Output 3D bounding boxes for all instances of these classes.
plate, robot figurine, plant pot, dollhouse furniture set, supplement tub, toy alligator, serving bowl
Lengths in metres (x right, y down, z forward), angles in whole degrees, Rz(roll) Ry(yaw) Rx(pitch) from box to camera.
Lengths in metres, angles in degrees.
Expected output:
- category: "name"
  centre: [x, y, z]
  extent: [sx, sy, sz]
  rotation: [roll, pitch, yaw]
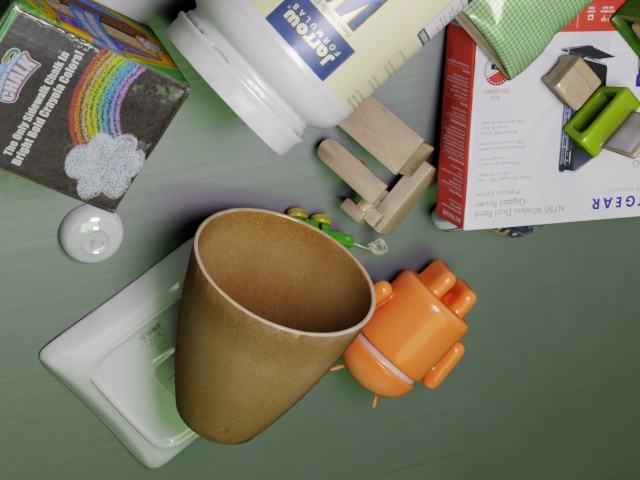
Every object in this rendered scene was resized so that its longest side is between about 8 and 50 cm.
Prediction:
- category: "plate"
  centre: [-0.190, 0.164, 1.886]
  extent: [0.277, 0.045, 0.278]
  rotation: [-36, 126, 0]
- category: "robot figurine"
  centre: [0.116, 0.128, 1.955]
  extent: [0.219, 0.128, 0.158]
  rotation: [-47, 147, 6]
- category: "plant pot"
  centre: [-0.089, 0.128, 1.767]
  extent: [0.237, 0.237, 0.254]
  rotation: [7, 127, -28]
- category: "dollhouse furniture set"
  centre: [0.069, -0.105, 1.855]
  extent: [0.144, 0.123, 0.151]
  rotation: [-51, 161, 10]
- category: "supplement tub"
  centre: [0.007, -0.277, 1.593]
  extent: [0.325, 0.235, 0.235]
  rotation: [-43, 127, 4]
- category: "toy alligator"
  centre: [0.000, 0.000, 1.874]
  extent: [0.190, 0.056, 0.051]
  rotation: [14, 154, -32]
- category: "dollhouse furniture set"
  centre: [0.324, -0.258, 1.696]
  extent: [0.197, 0.151, 0.301]
  rotation: [-49, 118, -3]
- category: "serving bowl"
  centre: [-0.284, -0.004, 1.752]
  extent: [0.083, 0.027, 0.083]
  rotation: [-12, 123, -19]

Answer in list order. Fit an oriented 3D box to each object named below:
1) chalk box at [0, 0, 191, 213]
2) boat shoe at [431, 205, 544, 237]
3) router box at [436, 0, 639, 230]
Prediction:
- category: "chalk box"
  centre: [-0.324, -0.187, 1.534]
  extent: [0.289, 0.179, 0.180]
  rotation: [24, 107, -33]
- category: "boat shoe"
  centre: [0.245, -0.033, 1.954]
  extent: [0.183, 0.065, 0.083]
  rotation: [-22, 124, -13]
- category: "router box"
  centre: [0.327, -0.178, 1.857]
  extent: [0.335, 0.082, 0.301]
  rotation: [-5, 108, -22]
